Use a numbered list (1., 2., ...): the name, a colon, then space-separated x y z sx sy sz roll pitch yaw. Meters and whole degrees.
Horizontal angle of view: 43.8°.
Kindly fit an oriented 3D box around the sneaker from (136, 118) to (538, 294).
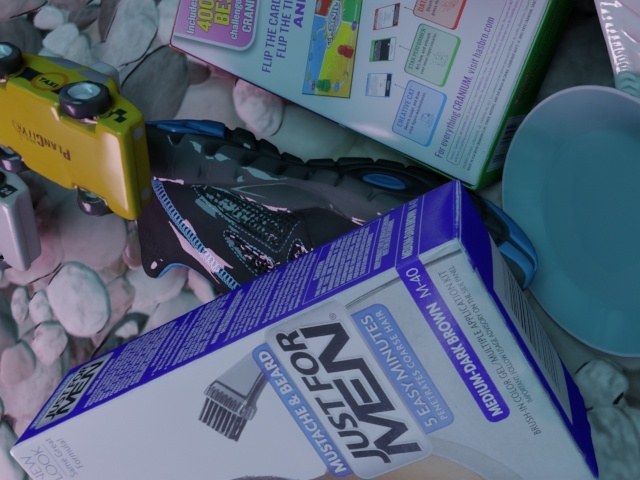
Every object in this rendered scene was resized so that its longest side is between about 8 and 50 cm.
1. sneaker: 0.000 0.000 0.640 0.340 0.125 0.140 17 107 23

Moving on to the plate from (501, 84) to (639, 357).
1. plate: 0.195 -0.013 0.544 0.024 0.188 0.188 -16 68 -26

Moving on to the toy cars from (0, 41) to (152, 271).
1. toy cars: -0.260 -0.074 0.700 0.393 0.087 0.176 -18 108 46

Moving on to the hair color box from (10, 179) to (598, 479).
1. hair color box: -0.014 0.122 0.544 0.339 0.110 0.185 -27 107 21

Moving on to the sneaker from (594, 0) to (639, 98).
1. sneaker: 0.317 -0.124 0.527 0.236 0.130 0.323 -23 104 -17

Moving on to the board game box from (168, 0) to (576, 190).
1. board game box: 0.039 -0.216 0.633 0.316 0.064 0.242 29 115 23
